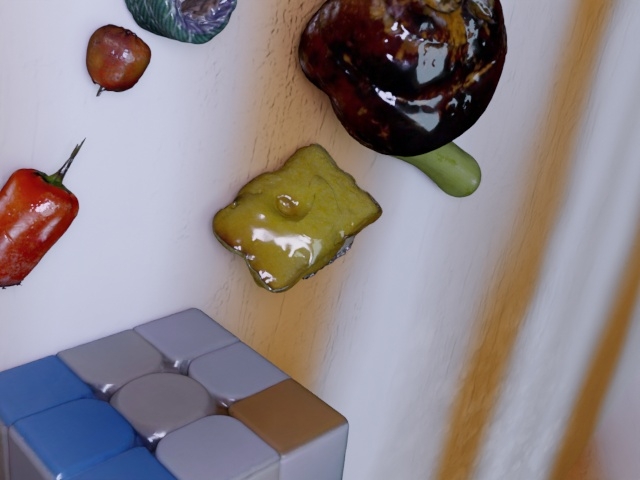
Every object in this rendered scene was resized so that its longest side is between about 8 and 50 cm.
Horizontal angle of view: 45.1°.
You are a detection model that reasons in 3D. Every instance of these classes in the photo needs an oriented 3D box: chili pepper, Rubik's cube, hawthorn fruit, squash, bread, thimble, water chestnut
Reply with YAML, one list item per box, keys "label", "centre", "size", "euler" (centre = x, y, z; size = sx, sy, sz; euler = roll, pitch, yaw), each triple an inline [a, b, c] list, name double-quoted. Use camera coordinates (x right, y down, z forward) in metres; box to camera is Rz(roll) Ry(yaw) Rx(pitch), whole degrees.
- label: "chili pepper"
  centre: [-0.317, -0.038, 0.864]
  size: [0.084, 0.086, 0.192]
  euler: [36, 94, -21]
- label: "Rubik's cube"
  centre: [-0.209, 0.340, 0.993]
  size: [0.347, 0.344, 0.346]
  euler: [-16, 123, -41]
- label: "hawthorn fruit"
  centre: [-0.230, -0.206, 0.874]
  size: [0.077, 0.077, 0.077]
  euler: [-24, 127, -36]
- label: "squash"
  centre: [0.204, -0.141, 1.349]
  size: [0.250, 0.083, 0.083]
  euler: [23, 94, -47]
- label: "bread"
  centre: [-0.039, -0.027, 1.121]
  size: [0.233, 0.161, 0.088]
  euler: [-36, 161, -32]
- label: "thimble"
  centre: [-0.156, -0.297, 0.882]
  size: [0.118, 0.090, 0.135]
  euler: [13, 100, -51]
- label: "water chestnut"
  centre: [0.116, -0.255, 1.075]
  size: [0.289, 0.244, 0.289]
  euler: [-17, 121, -30]

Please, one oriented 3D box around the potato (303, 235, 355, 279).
- label: "potato"
  centre: [-0.002, 0.001, 1.216]
  size: [0.122, 0.061, 0.086]
  euler: [-37, 159, -23]
